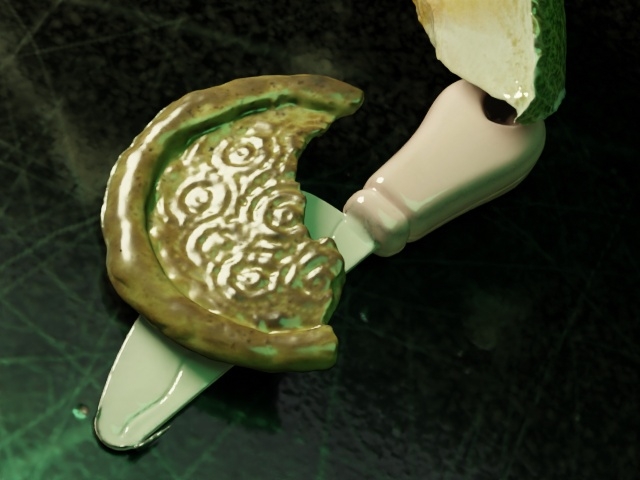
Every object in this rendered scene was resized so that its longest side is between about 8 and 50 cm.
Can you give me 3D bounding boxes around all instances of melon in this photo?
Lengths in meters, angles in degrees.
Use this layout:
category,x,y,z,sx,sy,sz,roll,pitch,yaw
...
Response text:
category,x,y,z,sx,sy,sz,roll,pitch,yaw
melon,0.099,-0.161,0.949,0.093,0.139,0.202,-3,39,-4

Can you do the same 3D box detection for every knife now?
category,x,y,z,sx,sy,sz,roll,pitch,yaw
knife,-0.002,-0.002,0.887,0.336,0.043,0.081,-34,73,-31

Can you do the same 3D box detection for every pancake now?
category,x,y,z,sx,sy,sz,roll,pitch,yaw
pancake,-0.028,-0.012,0.867,0.184,0.020,0.190,-25,62,-21
